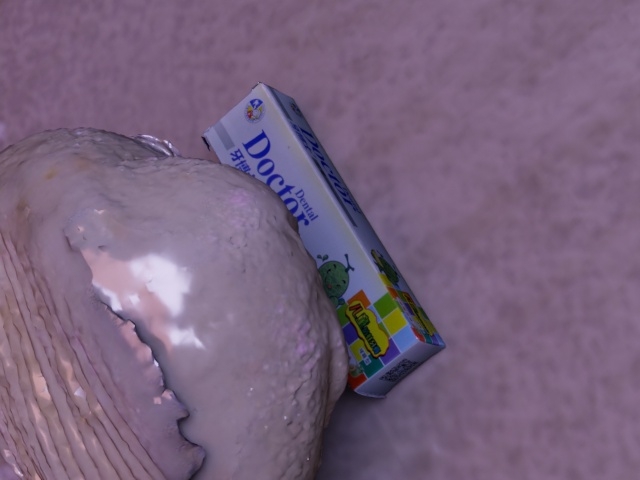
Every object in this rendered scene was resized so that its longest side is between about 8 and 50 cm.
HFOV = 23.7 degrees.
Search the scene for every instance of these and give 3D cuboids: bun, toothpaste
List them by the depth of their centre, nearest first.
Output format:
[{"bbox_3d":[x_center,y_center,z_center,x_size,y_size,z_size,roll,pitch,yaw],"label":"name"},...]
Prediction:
[{"bbox_3d":[-0.075,0.055,0.713,0.239,0.141,0.239,35,136,43],"label":"bun"},{"bbox_3d":[0.000,0.000,0.750,0.046,0.034,0.164,-39,64,18],"label":"toothpaste"}]
